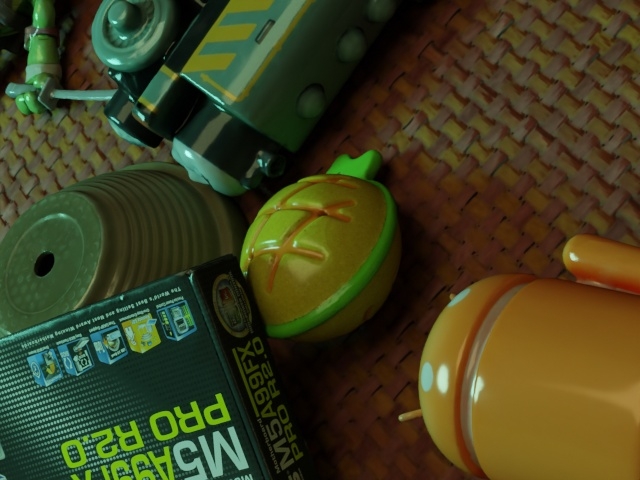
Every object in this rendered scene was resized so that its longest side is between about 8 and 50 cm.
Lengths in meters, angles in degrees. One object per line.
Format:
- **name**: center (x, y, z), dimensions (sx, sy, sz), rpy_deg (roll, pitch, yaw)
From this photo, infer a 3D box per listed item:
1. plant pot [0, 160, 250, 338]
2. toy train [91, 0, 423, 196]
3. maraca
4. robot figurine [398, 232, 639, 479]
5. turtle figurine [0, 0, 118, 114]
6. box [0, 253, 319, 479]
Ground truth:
- **plant pot**: center (-0.175, 0.035, 1.010), dimensions (0.237, 0.110, 0.237), rpy_deg (-16, 59, 29)
- **toy train**: center (-0.030, -0.193, 1.004), dimensions (0.190, 0.142, 0.334), rpy_deg (38, 93, 31)
- **maraca**: center (0.000, 0.000, 0.912), dimensions (0.127, 0.099, 0.185), rpy_deg (-30, 28, 19)
- **robot figurine**: center (0.147, 0.089, 0.738), dimensions (0.219, 0.128, 0.158), rpy_deg (12, 114, 39)
- **turtle figurine**: center (-0.328, -0.190, 1.173), dimensions (0.266, 0.198, 0.274), rpy_deg (-37, 48, 21)
- **box**: center (-0.141, 0.151, 0.894), dimensions (0.270, 0.060, 0.216), rpy_deg (-19, 90, 27)
